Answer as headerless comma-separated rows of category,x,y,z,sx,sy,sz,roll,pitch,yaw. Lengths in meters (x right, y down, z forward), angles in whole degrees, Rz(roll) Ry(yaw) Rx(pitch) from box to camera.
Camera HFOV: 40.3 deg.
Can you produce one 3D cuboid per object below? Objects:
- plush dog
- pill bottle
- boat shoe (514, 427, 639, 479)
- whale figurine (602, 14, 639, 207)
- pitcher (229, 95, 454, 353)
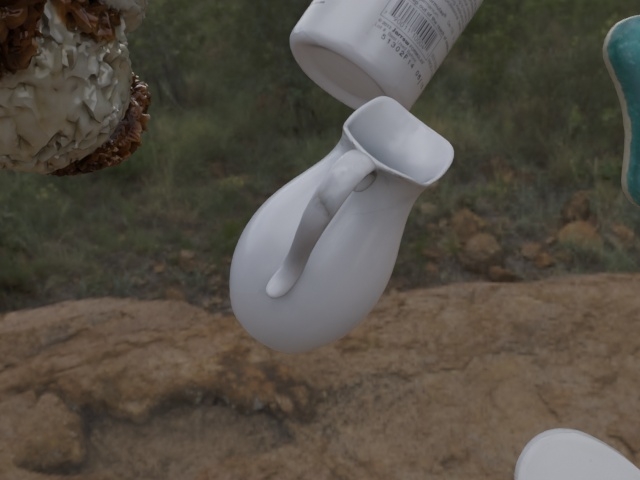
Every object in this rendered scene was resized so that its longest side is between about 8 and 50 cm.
plush dog,-0.150,-0.138,0.383,0.210,0.225,0.262,-18,-12,0
pill bottle,0.084,-0.239,0.816,0.131,0.131,0.229,24,77,46
boat shoe,0.158,0.161,0.419,0.066,0.184,0.063,-47,1,1
whale figurine,0.290,-0.092,0.470,0.272,0.216,0.141,-12,9,-17
pitcher,0.000,0.000,0.687,0.125,0.207,0.177,41,28,11
